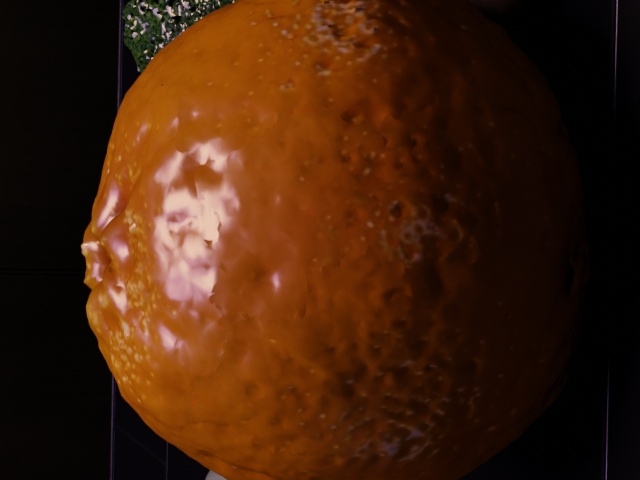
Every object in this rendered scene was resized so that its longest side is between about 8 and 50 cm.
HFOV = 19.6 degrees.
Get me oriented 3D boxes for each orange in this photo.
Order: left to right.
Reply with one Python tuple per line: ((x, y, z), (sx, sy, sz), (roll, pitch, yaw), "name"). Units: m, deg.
((0.000, 0.000, 1.170), (0.340, 0.293, 0.340), (176, 90, -70), "orange")

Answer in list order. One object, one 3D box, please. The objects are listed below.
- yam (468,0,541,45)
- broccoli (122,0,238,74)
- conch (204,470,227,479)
((0.116, -0.147, 1.245), (0.241, 0.057, 0.056), (109, 157, -56), "yam")
((-0.010, -0.214, 1.401), (0.308, 0.275, 0.307), (11, 111, 30), "broccoli")
((-0.055, 0.287, 1.724), (0.221, 0.121, 0.185), (152, 118, -81), "conch")
